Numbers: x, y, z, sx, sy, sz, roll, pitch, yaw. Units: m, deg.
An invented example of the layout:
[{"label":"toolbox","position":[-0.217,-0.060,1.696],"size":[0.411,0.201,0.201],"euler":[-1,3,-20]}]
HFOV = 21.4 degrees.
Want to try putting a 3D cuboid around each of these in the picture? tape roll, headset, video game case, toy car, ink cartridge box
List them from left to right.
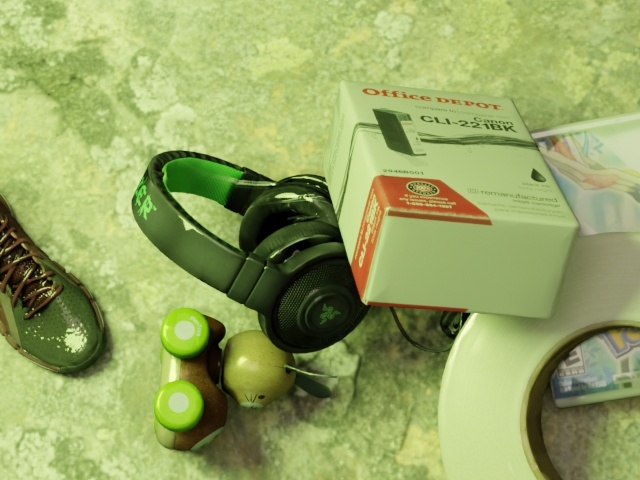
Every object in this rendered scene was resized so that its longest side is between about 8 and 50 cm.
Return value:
[{"label":"toy car","position":[-0.079,0.153,1.804],"size":[0.188,0.155,0.148],"euler":[5,75,-4]},{"label":"headset","position":[0.000,0.000,1.788],"size":[0.394,0.243,0.185],"euler":[26,111,-15]},{"label":"ink cartridge box","position":[0.123,-0.047,1.710],"size":[0.197,0.114,0.273],"euler":[5,30,-13]},{"label":"tape roll","position":[0.311,0.186,1.719],"size":[0.392,0.072,0.392],"euler":[-2,85,20]},{"label":"video game case","position":[0.384,0.005,1.785],"size":[0.329,0.036,0.299],"euler":[-10,82,12]}]

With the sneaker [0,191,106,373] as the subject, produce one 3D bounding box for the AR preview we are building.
[{"label":"sneaker","position":[-0.354,0.025,1.860],"size":[0.106,0.162,0.281],"euler":[-42,73,-5]}]
